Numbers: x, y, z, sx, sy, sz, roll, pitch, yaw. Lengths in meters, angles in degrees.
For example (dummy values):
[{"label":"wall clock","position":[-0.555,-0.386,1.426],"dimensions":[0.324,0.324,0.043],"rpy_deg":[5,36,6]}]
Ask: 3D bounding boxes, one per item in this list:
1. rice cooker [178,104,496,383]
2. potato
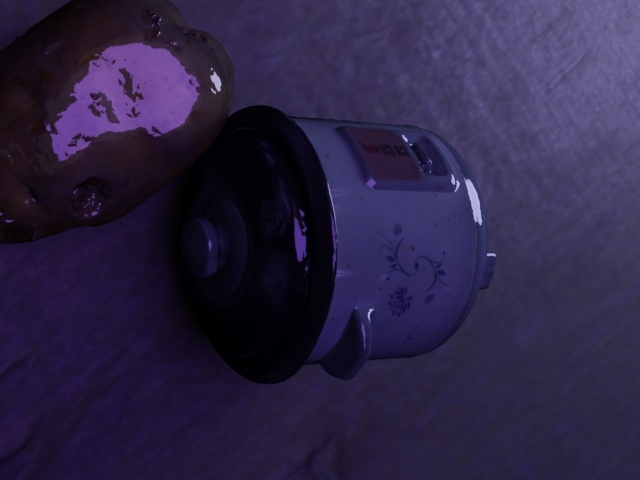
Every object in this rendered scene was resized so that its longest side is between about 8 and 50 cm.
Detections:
[{"label":"rice cooker","position":[0.000,0.000,1.112],"dimensions":[0.316,0.264,0.317],"rpy_deg":[18,44,-18]},{"label":"potato","position":[-0.222,-0.113,1.042],"dimensions":[0.296,0.141,0.192],"rpy_deg":[-39,102,-16]}]
